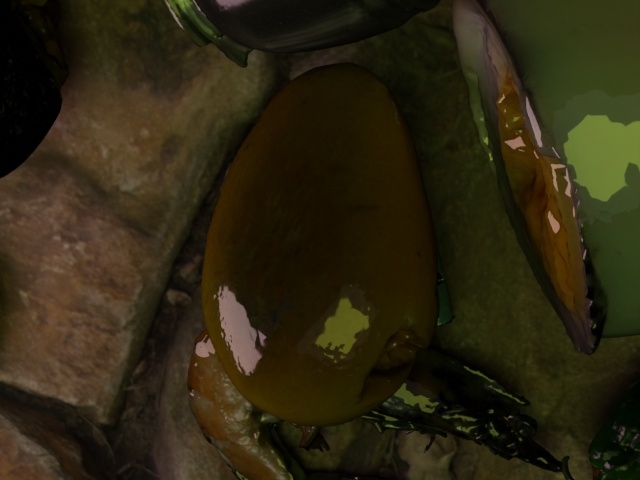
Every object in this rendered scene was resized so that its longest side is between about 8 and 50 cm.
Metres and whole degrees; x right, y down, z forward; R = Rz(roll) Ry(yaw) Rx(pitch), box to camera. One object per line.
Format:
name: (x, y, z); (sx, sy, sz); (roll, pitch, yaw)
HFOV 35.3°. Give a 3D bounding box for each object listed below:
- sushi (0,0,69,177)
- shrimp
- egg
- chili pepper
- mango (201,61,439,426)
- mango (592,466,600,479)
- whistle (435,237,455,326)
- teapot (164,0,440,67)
sushi: (-0.351, -0.192, 1.024); (0.200, 0.204, 0.213); (24, 145, 28)
shrimp: (0.056, 0.218, 1.146); (0.445, 0.085, 0.272); (14, 112, 8)
egg: (0.322, -0.116, 0.864); (0.340, 0.354, 0.354); (-19, 104, 2)
chili pepper: (0.357, 0.165, 1.053); (0.100, 0.074, 0.257); (34, 81, 20)
mango: (0.000, 0.000, 0.997); (0.253, 0.182, 0.364); (1, 84, 34)
mango: (0.372, 0.285, 1.115); (0.115, 0.089, 0.165); (-38, 100, 8)
whistle: (0.109, 0.002, 1.090); (0.039, 0.039, 0.186); (-11, 105, 12)
teapot: (-0.057, -0.312, 0.918); (0.239, 0.239, 0.321); (-22, 109, 29)
